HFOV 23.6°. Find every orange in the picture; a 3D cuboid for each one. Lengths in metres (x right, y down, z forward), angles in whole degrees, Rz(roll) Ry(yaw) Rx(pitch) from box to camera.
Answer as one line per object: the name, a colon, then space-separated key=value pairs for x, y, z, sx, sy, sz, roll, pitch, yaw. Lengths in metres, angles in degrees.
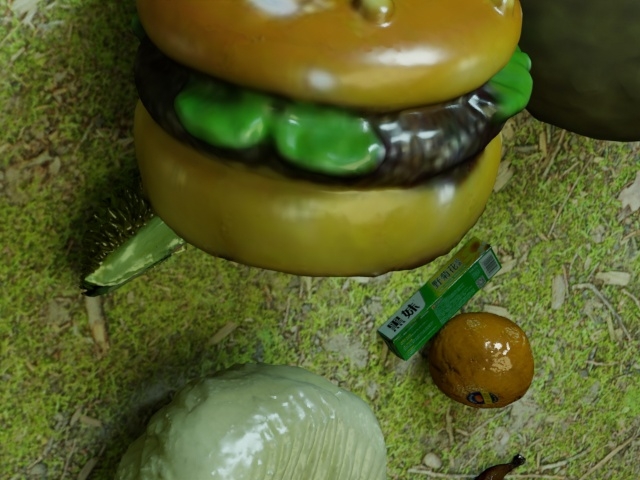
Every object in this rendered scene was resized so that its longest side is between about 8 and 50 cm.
orange: x=0.203 y=0.147 z=1.934 sx=0.135 sy=0.135 sz=0.118 roll=22 pitch=57 yaw=-40

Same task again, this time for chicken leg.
chicken leg: x=0.226 y=0.341 z=2.096 sx=0.145 sy=0.037 sz=0.062 roll=-45 pitch=151 yaw=-10

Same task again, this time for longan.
longan: x=0.327 y=-0.324 z=1.634 sx=0.404 sy=0.404 sz=0.436 roll=-26 pitch=121 yaw=-24

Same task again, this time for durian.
durian: x=-0.172 y=-0.024 z=1.613 sx=0.220 sy=0.137 sz=0.095 roll=-27 pitch=90 yaw=-17

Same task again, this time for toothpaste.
toothpaste: x=0.150 y=0.072 z=1.920 sx=0.178 sy=0.037 sz=0.043 roll=-43 pitch=132 yaw=-12

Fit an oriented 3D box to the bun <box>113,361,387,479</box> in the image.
bun: x=-0.088 y=0.301 z=1.726 sx=0.352 sy=0.227 sz=0.349 roll=30 pitch=87 yaw=-45

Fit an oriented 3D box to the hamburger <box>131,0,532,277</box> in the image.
hamburger: x=-0.008 y=-0.169 z=1.477 sx=0.395 sy=0.396 sz=0.277 roll=-16 pitch=128 yaw=-29
